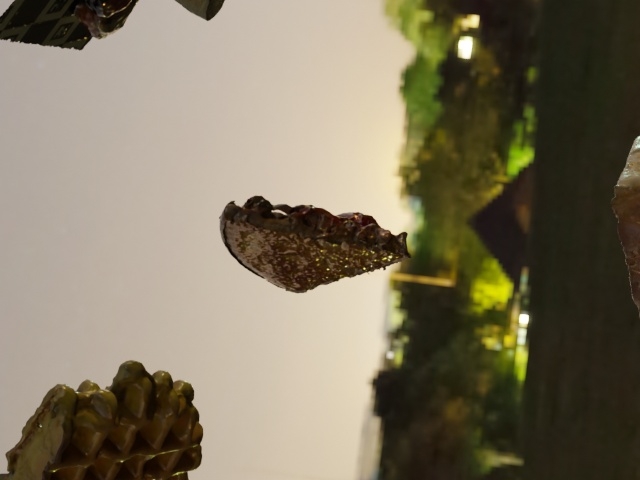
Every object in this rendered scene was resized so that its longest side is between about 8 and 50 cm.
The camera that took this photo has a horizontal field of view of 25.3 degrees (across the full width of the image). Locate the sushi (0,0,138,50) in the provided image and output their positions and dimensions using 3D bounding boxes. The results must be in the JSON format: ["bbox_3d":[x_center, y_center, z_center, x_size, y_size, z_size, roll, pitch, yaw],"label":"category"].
[{"bbox_3d":[-0.244,-0.351,1.865,0.339,0.069,0.320,-44,-6,13],"label":"sushi"}]

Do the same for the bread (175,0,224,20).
[{"bbox_3d":[-0.108,-0.302,1.254,0.036,0.112,0.193,-12,-56,-59],"label":"bread"}]

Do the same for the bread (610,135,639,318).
[{"bbox_3d":[0.506,0.001,1.668,0.279,0.279,0.207,68,-150,-21],"label":"bread"}]

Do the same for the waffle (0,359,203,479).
[{"bbox_3d":[-0.232,0.238,1.373,0.065,0.283,0.309,51,166,31],"label":"waffle"}]

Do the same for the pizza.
[{"bbox_3d":[0.000,0.000,1.444,0.201,0.193,0.053,69,-154,-65],"label":"pizza"}]
